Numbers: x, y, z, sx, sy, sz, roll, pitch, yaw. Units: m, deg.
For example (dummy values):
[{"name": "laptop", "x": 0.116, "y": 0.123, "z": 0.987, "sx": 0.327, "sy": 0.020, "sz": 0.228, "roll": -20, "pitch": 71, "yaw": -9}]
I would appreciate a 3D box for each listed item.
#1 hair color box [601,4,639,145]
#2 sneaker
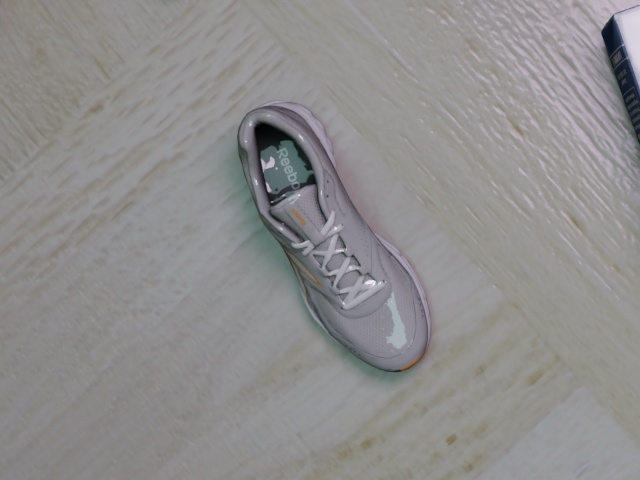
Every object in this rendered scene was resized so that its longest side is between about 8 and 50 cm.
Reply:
[{"name": "hair color box", "x": 0.364, "y": -0.040, "z": 1.474, "sx": 0.173, "sy": 0.105, "sz": 0.347, "roll": -18, "pitch": 88, "yaw": 2}, {"name": "sneaker", "x": 0.000, "y": 0.000, "z": 1.554, "sx": 0.099, "sy": 0.121, "sz": 0.262, "roll": -34, "pitch": 85, "yaw": 9}]
